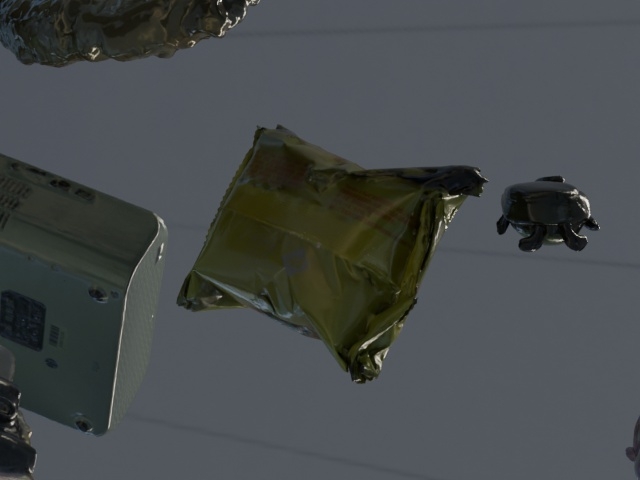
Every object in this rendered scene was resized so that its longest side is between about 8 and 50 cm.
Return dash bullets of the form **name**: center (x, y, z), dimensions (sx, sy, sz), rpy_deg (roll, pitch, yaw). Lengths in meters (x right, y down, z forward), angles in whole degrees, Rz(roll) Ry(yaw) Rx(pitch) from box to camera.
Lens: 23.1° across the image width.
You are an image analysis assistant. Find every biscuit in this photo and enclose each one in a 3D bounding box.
- **biscuit**: center (-0.081, -0.127, 0.694), dimensions (0.141, 0.038, 0.290), rpy_deg (-22, -157, 4)

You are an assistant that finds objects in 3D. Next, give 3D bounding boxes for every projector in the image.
- **projector**: center (-0.261, 0.055, 1.470), dimensions (0.198, 0.108, 0.250), rpy_deg (22, -43, 6)

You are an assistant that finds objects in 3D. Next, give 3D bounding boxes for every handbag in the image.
- **handbag**: center (0.160, -0.021, 1.115), dimensions (0.072, 0.111, 0.047), rpy_deg (-2, -82, 1)

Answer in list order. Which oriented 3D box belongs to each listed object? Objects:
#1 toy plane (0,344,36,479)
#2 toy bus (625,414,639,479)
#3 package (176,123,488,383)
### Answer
- **toy plane**: center (-0.294, 0.066, 0.863), dimensions (0.103, 0.316, 0.204), rpy_deg (-49, -142, 15)
- **toy bus**: center (0.356, 0.145, 1.307), dimensions (0.142, 0.142, 0.202), rpy_deg (-119, -134, -63)
- **package**: center (0.000, 0.000, 1.092), dimensions (0.226, 0.090, 0.168), rpy_deg (22, -100, 44)
